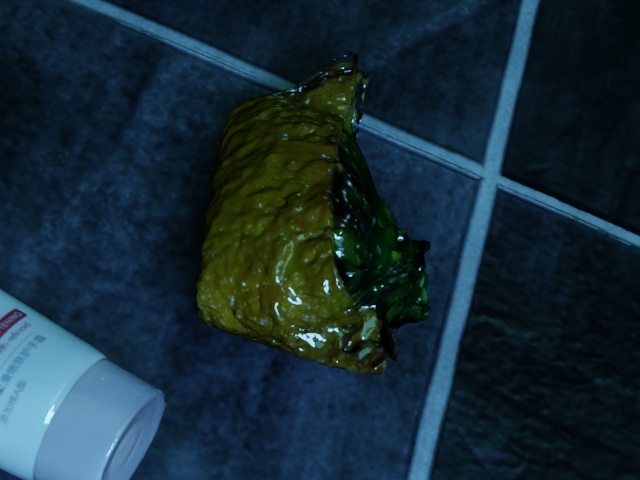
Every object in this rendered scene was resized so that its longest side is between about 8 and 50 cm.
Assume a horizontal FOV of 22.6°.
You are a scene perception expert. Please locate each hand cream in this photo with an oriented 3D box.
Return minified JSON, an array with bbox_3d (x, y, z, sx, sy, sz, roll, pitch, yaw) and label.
[{"bbox_3d":[-0.215,0.066,0.958,0.248,0.083,0.133,26,49,9],"label":"hand cream"}]

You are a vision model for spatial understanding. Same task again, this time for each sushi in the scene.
[{"bbox_3d":[-0.001,0.000,1.049,0.140,0.149,0.287,-6,32,8],"label":"sushi"}]
